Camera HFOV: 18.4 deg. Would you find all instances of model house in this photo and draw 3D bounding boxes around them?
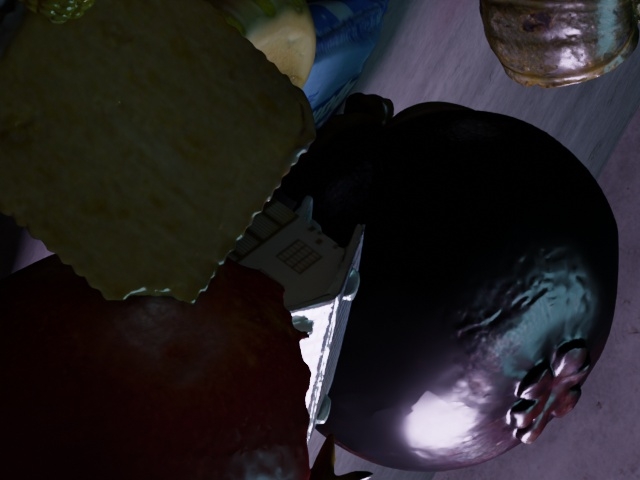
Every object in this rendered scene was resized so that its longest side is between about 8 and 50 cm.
[{"bbox_3d":[-0.080,0.060,1.746,0.198,0.215,0.224,-39,155,-37],"label":"model house"}]

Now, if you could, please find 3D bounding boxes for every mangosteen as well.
[{"bbox_3d":[0.097,0.024,2.030,0.382,0.435,0.382,-29,145,-24],"label":"mangosteen"}]

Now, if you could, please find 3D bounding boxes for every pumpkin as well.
[{"bbox_3d":[0.290,-0.365,2.365,0.325,0.242,0.232,-57,134,-36],"label":"pumpkin"}]

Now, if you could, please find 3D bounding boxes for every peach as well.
[{"bbox_3d":[-0.180,0.196,1.500,0.310,0.335,0.406,-2,139,-36],"label":"peach"}]

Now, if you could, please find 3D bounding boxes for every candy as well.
[{"bbox_3d":[-0.015,-0.164,1.900,0.331,0.077,0.187,-32,153,-56],"label":"candy"}]

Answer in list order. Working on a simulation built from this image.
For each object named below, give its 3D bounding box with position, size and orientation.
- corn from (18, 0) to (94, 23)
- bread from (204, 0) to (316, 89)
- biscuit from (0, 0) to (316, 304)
[{"bbox_3d":[-0.159,-0.246,1.276,0.080,0.080,0.238,-47,160,-44],"label":"corn"},{"bbox_3d":[-0.092,-0.137,1.624,0.213,0.105,0.213,-43,161,-19],"label":"bread"},{"bbox_3d":[-0.135,-0.084,1.396,0.232,0.237,0.013,-55,-164,-26],"label":"biscuit"}]
